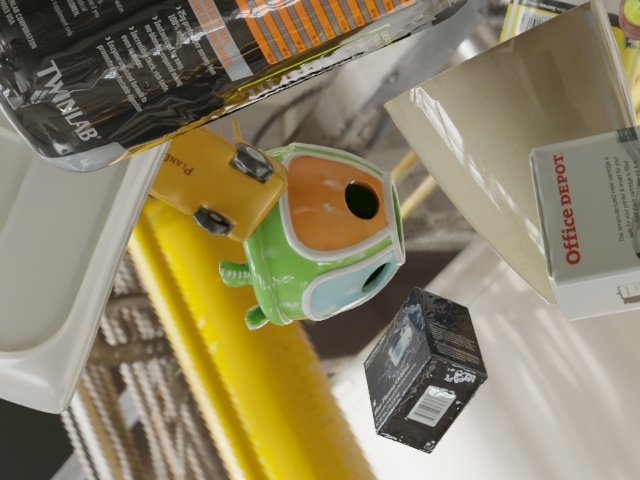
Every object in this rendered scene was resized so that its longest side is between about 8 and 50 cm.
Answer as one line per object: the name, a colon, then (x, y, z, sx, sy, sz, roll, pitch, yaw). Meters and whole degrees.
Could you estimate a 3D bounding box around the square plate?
square plate: (-0.300, -0.056, 1.066, 0.347, 0.344, 0.049, 23, 175, -30)

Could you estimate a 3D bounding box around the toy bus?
toy bus: (-0.202, -0.130, 1.509, 0.333, 0.108, 0.130, 29, -160, -21)

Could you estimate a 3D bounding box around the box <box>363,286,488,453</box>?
box: (0.141, 0.178, 1.763, 0.093, 0.156, 0.158, 22, -152, -18)

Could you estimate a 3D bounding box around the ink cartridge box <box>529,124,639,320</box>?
ink cartridge box: (0.306, -0.025, 1.161, 0.087, 0.208, 0.153, 57, -154, -56)

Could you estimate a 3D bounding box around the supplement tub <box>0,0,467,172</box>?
supplement tub: (-0.046, -0.193, 0.783, 0.207, 0.338, 0.207, -22, -90, -84)

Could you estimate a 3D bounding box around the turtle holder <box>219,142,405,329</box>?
turtle holder: (-0.001, 0.009, 1.731, 0.227, 0.320, 0.243, -9, -136, 7)

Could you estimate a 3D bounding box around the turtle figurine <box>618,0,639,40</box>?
turtle figurine: (0.274, -0.200, 0.902, 0.217, 0.269, 0.087, 37, -132, -69)

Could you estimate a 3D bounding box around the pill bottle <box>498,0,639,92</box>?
pill bottle: (0.313, -0.177, 1.716, 0.188, 0.334, 0.188, 13, -168, -3)

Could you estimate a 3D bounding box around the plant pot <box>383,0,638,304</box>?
plant pot: (0.241, -0.080, 1.370, 0.256, 0.256, 0.274, -28, -87, -54)
